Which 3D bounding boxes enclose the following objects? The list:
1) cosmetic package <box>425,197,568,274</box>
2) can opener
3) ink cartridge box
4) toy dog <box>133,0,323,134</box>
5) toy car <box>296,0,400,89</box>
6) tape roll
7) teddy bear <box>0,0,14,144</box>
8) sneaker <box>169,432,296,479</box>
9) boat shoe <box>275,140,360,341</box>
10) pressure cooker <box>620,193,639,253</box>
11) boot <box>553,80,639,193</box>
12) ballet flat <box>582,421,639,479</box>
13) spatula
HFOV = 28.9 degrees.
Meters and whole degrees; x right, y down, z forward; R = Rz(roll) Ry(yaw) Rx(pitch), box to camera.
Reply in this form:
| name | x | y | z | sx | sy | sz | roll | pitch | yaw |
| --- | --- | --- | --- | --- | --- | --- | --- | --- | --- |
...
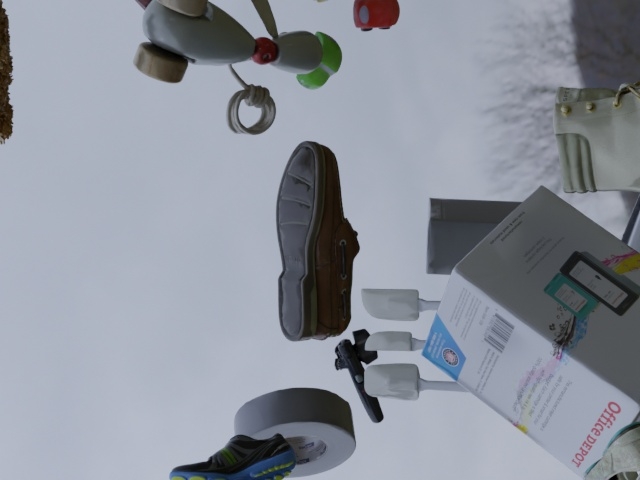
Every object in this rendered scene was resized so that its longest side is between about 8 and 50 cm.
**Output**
| name | x | y | z | sx | sy | sz | roll | pitch | yaw |
| --- | --- | --- | --- | --- | --- | --- | --- | --- | --- |
| cosmetic package | 0.287 | -0.004 | 2.008 | 0.127 | 0.238 | 0.107 | -83 | -3 | -71 |
| can opener | 0.071 | 0.233 | 2.069 | 0.059 | 0.073 | 0.186 | -90 | -15 | -59 |
| ink cartridge box | 0.304 | 0.116 | 1.541 | 0.197 | 0.270 | 0.198 | -40 | -21 | -33 |
| toy dog | -0.169 | -0.332 | 1.980 | 0.333 | 0.220 | 0.161 | 30 | -165 | -48 |
| toy car | 0.031 | -0.358 | 2.109 | 0.239 | 0.053 | 0.225 | 28 | -97 | -39 |
| tape roll | -0.047 | 0.351 | 2.258 | 0.219 | 0.219 | 0.072 | 48 | -153 | -48 |
| teddy bear | -0.513 | -0.313 | 1.898 | 0.245 | 0.113 | 0.338 | -136 | 38 | -84 |
| sneaker | -0.131 | 0.333 | 1.844 | 0.078 | 0.188 | 0.067 | -115 | 15 | -46 |
| boat shoe | 0.000 | 0.000 | 1.897 | 0.104 | 0.110 | 0.307 | -3 | -76 | -32 |
| pressure cooker | 0.688 | 0.054 | 2.088 | 0.375 | 0.370 | 0.420 | -40 | -32 | -72 |
| boot | 0.294 | -0.137 | 1.120 | 0.077 | 0.165 | 0.213 | -34 | -54 | -58 |
| ballet flat | 0.299 | 0.231 | 1.236 | 0.052 | 0.057 | 0.168 | 61 | 169 | 23 |
| spatula | 0.177 | 0.152 | 1.769 | 0.019 | 0.242 | 0.168 | -30 | -60 | -72 |
